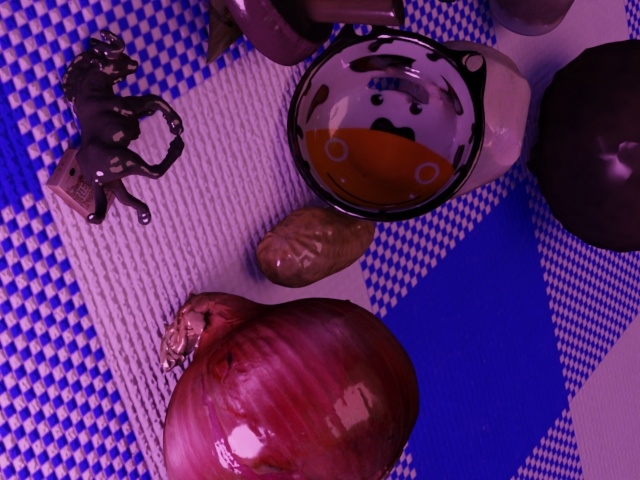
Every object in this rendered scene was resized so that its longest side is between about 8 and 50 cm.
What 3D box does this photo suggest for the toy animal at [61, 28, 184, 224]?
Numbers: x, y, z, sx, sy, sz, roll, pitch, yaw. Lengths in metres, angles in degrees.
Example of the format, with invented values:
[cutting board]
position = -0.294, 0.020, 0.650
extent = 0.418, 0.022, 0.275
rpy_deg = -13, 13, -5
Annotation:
[toy animal]
position = -0.238, -0.120, 1.488
extent = 0.148, 0.084, 0.233
rpy_deg = 14, 69, -39

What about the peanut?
[peanut]
position = 0.000, 0.000, 1.796
extent = 0.226, 0.095, 0.108
rpy_deg = -20, 132, -50

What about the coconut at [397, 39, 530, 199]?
[coconut]
position = 0.210, -0.177, 1.955
extent = 0.224, 0.224, 0.234
rpy_deg = 44, 58, -45

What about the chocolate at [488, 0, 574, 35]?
[chocolate]
position = 0.364, -0.420, 2.161
extent = 0.221, 0.221, 0.147
rpy_deg = -40, 151, -42

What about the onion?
[onion]
position = -0.035, 0.229, 1.617
extent = 0.353, 0.353, 0.354
rpy_deg = -9, 102, -51

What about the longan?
[longan]
position = 0.552, -0.173, 2.276
extent = 0.391, 0.391, 0.391
rpy_deg = -9, 102, -51

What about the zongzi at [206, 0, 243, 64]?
[zongzi]
position = -0.133, -0.298, 1.638
extent = 0.113, 0.052, 0.104
rpy_deg = -46, 122, -22

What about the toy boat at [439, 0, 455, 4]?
[toy boat]
position = 0.140, -0.477, 1.815
extent = 0.123, 0.215, 0.330
rpy_deg = -50, 132, -5

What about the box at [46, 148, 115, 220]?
[box]
position = -0.276, -0.062, 1.496
extent = 0.083, 0.024, 0.053
rpy_deg = 47, 58, -46

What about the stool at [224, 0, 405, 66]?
[stool]
position = -0.010, -0.373, 1.620
extent = 0.272, 0.178, 0.272
rpy_deg = 40, 42, -51

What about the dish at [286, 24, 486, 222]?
[dish]
position = 0.095, -0.153, 1.807
extent = 0.120, 0.303, 0.303
rpy_deg = 66, 37, -77
